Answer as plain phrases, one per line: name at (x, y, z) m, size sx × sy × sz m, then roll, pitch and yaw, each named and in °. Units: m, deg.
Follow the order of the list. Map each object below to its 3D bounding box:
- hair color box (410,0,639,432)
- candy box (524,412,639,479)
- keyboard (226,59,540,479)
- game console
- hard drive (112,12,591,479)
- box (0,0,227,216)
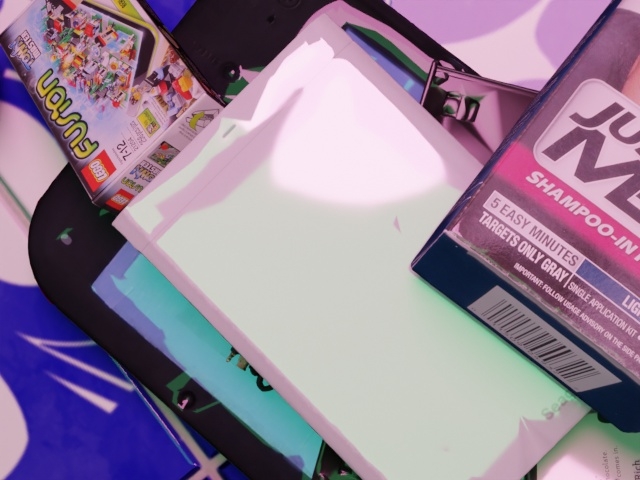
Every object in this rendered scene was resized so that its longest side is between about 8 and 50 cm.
hair color box at (0.230, -0.073, 0.576) m, size 0.174 × 0.105 × 0.347 m, roll 38°, pitch 76°, yaw 4°
candy box at (0.258, 0.194, 0.626) m, size 0.234 × 0.071 × 0.159 m, roll -4°, pitch 67°, yaw 11°
keyboard at (0.055, 0.030, 0.662) m, size 0.202 × 0.033 × 0.317 m, roll 16°, pitch 87°, yaw 4°
game console at (0.000, 0.000, 0.708) m, size 0.386 × 0.060 × 0.342 m, roll 40°, pitch 97°, yaw 8°
hard drive at (0.040, 0.026, 0.628) m, size 0.203 × 0.040 × 0.307 m, roll -45°, pitch 85°, yaw 0°
box at (-0.162, -0.126, 0.710) m, size 0.114 × 0.036 × 0.207 m, roll -43°, pitch 58°, yaw 8°
